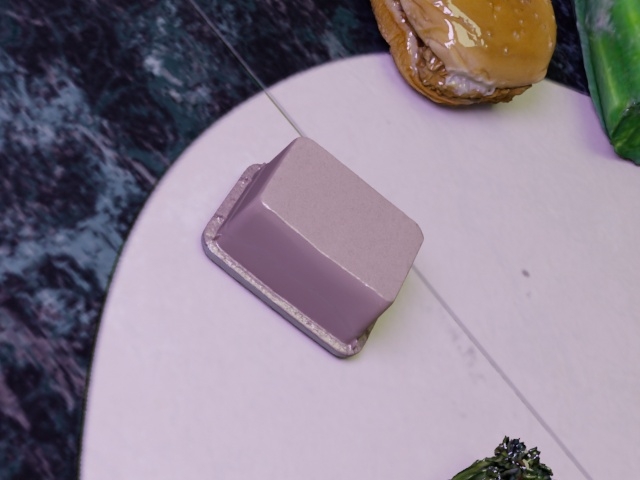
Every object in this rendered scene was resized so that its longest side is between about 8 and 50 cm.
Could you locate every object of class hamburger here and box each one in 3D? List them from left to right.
[{"bbox_3d":[0.109,-0.171,1.009,0.138,0.083,0.147,1,63,-41],"label":"hamburger"}]

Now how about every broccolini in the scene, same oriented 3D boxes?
[{"bbox_3d":[0.061,0.169,0.750,0.201,0.058,0.074,-13,62,-42],"label":"broccolini"}]

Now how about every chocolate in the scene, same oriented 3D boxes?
[{"bbox_3d":[0.258,-0.206,1.136,0.110,0.110,0.291,13,51,-30],"label":"chocolate"}]

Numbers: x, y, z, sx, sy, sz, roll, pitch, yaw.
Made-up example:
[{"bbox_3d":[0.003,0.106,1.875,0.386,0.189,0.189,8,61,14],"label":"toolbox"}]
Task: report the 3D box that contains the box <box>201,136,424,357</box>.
[{"bbox_3d":[0.000,0.000,0.821,0.122,0.062,0.089,38,45,-7],"label":"box"}]
